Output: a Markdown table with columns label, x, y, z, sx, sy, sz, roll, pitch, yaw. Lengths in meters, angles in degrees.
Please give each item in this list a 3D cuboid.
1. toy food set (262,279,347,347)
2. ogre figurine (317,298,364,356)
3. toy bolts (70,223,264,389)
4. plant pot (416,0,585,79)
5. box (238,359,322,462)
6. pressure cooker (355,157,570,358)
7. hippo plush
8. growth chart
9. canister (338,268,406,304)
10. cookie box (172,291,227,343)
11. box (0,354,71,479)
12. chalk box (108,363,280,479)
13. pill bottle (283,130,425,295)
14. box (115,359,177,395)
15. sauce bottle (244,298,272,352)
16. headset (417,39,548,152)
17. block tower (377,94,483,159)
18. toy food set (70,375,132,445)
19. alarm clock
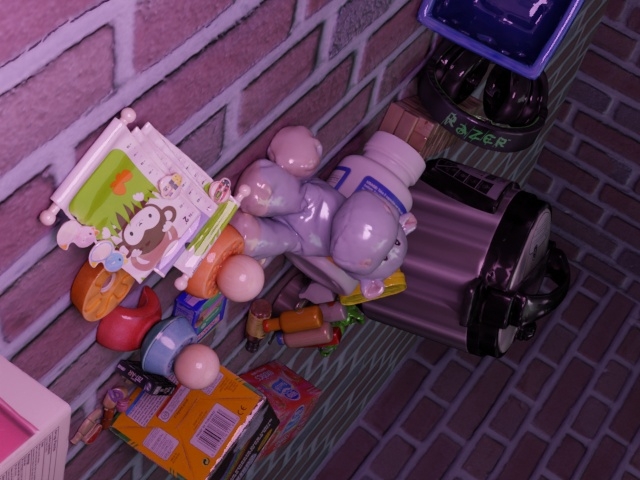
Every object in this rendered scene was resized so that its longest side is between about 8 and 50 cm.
| label | x | y | z | sx | sy | sz | roll | pitch | yaw |
| --- | --- | --- | --- | --- | --- | --- | --- | --- | --- |
| toy food set | -0.022 | 0.136 | 1.853 | 0.232 | 0.105 | 0.111 | -62 | 139 | -67 |
| ogre figurine | 0.054 | 0.163 | 2.282 | 0.197 | 0.097 | 0.118 | -42 | 173 | -13 |
| toy bolts | -0.188 | 0.093 | 1.255 | 0.218 | 0.158 | 0.228 | -39 | 156 | -50 |
| plant pot | 0.332 | -0.431 | 1.719 | 0.236 | 0.236 | 0.212 | -64 | 171 | 21 |
| box | -0.113 | 0.343 | 2.053 | 0.122 | 0.128 | 0.257 | -61 | 164 | 13 |
| pressure cooker | 0.312 | 0.047 | 2.124 | 0.370 | 0.420 | 0.375 | -62 | 157 | -21 |
| hippo plush | 0.000 | 0.000 | 1.507 | 0.234 | 0.237 | 0.294 | -55 | 165 | -11 |
| growth chart | -0.188 | -0.035 | 1.111 | 0.237 | 0.021 | 0.172 | 36 | 81 | -50 |
| canister | 0.078 | 0.021 | 1.863 | 0.126 | 0.170 | 0.073 | -15 | 162 | 3 |
| cookie box | -0.182 | 0.106 | 1.527 | 0.092 | 0.040 | 0.107 | -45 | 161 | -41 |
| box | -0.380 | 0.243 | 1.017 | 0.232 | 0.127 | 0.148 | -42 | 159 | -45 |
| chalk box | -0.191 | 0.306 | 1.644 | 0.180 | 0.179 | 0.289 | -54 | 166 | -16 |
| pill bottle | 0.065 | -0.052 | 1.768 | 0.272 | 0.152 | 0.152 | -54 | 165 | -11 |
| box | -0.249 | 0.197 | 1.449 | 0.018 | 0.067 | 0.083 | -58 | 166 | -1 |
| sauce bottle | -0.116 | 0.157 | 1.838 | 0.042 | 0.042 | 0.128 | -46 | 162 | -37 |
| headset | 0.323 | -0.324 | 1.911 | 0.394 | 0.243 | 0.185 | -73 | -174 | -52 |
| block tower | 0.220 | -0.235 | 2.011 | 0.335 | 0.091 | 0.097 | -30 | 150 | -59 |
| toy food set | -0.307 | 0.251 | 1.465 | 0.122 | 0.019 | 0.078 | -55 | 165 | -10 |
| alarm clock | -0.040 | 0.114 | 1.957 | 0.129 | 0.064 | 0.192 | -39 | 153 | -50 |
